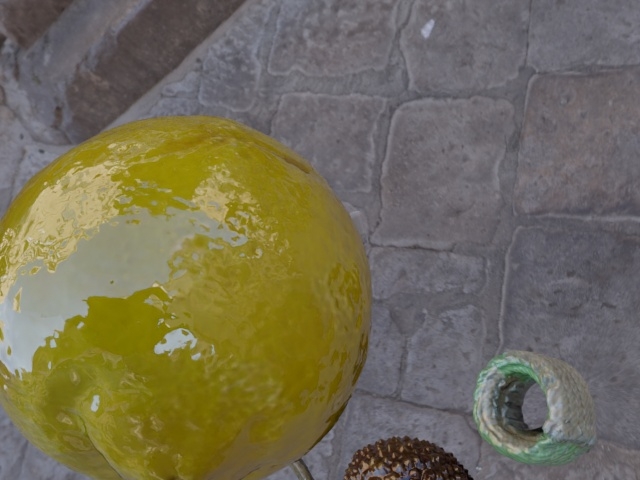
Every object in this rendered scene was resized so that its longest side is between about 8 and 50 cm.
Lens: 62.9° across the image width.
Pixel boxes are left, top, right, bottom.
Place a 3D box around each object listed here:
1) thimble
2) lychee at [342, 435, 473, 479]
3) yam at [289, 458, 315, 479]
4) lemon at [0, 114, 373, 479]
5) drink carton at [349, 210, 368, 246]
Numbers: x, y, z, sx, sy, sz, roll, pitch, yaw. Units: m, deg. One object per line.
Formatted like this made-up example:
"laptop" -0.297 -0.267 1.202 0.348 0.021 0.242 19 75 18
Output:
"thimble" 0.422 0.330 1.028 0.219 0.150 0.219 -36 45 47
"lychee" 0.165 0.500 0.986 0.267 0.267 0.267 -7 72 24
"yam" -0.079 0.227 0.697 0.029 0.027 0.234 -44 76 26
"lemon" -0.115 0.049 0.476 0.348 0.348 0.348 -7 72 24
"drink carton" -0.001 0.000 1.395 0.222 0.134 0.102 -14 97 23
